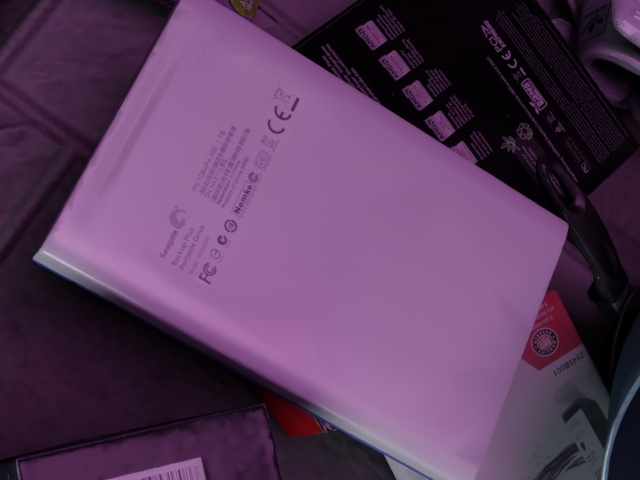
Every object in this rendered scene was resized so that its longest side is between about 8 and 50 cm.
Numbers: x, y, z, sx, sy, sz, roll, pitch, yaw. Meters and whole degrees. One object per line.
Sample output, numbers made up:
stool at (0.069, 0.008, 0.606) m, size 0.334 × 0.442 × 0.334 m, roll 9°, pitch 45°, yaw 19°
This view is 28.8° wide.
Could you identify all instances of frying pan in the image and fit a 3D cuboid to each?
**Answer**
frying pan at (0.245, 0.089, 0.985) m, size 0.326 × 0.053 × 0.197 m, roll 27°, pitch 70°, yaw -31°

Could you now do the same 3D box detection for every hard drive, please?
hard drive at (0.000, 0.000, 0.835) m, size 0.318 × 0.040 × 0.210 m, roll 31°, pitch 67°, yaw -14°

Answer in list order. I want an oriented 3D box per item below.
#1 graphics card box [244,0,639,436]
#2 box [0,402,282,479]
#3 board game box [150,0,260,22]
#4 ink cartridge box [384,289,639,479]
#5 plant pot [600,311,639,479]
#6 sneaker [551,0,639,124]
graphics card box at (0.049, -0.055, 0.945) m, size 0.371 × 0.094 × 0.233 m, roll -40°, pitch 95°, yaw -26°
box at (-0.122, 0.166, 0.776) m, size 0.156 × 0.158 × 0.093 m, roll -9°, pitch 82°, yaw -26°
board game box at (-0.081, -0.348, 0.916) m, size 0.208 × 0.056 × 0.347 m, roll 25°, pitch 85°, yaw -22°
ink cartridge box at (0.148, 0.170, 0.936) m, size 0.158 × 0.092 × 0.218 m, roll -27°, pitch 91°, yaw -27°
plant pot at (0.334, 0.115, 0.847) m, size 0.293 × 0.293 × 0.235 m, roll 47°, pitch 20°, yaw -7°
sneaker at (0.244, -0.258, 1.056) m, size 0.366 × 0.137 × 0.210 m, roll 49°, pitch 61°, yaw -10°
